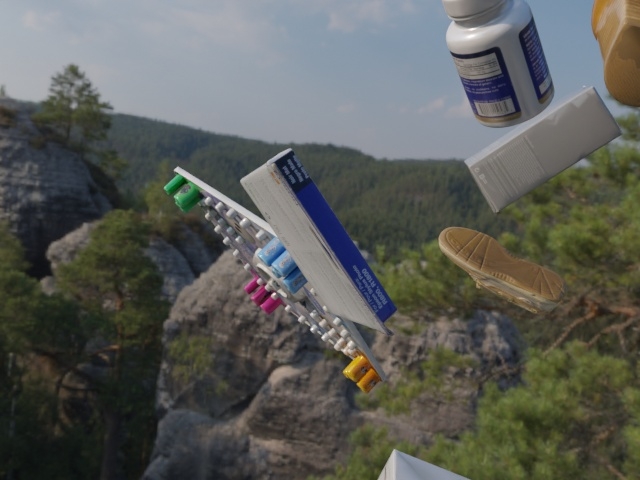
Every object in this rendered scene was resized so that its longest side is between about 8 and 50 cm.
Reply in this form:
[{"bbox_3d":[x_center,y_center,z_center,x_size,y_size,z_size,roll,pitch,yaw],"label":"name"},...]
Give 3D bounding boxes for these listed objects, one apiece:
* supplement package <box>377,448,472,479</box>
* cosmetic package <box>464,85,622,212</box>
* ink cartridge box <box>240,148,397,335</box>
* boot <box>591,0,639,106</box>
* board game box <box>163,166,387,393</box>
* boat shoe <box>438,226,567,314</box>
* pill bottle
[{"bbox_3d":[0.188,0.439,0.872,0.261,0.145,0.204,23,20,-2],"label":"supplement package"},{"bbox_3d":[0.374,-0.158,1.127,0.237,0.107,0.127,-30,5,15],"label":"cosmetic package"},{"bbox_3d":[0.000,0.000,0.765,0.045,0.223,0.224,-36,10,-12],"label":"ink cartridge box"},{"bbox_3d":[0.248,-0.242,0.385,0.104,0.295,0.211,22,48,3],"label":"boot"},{"bbox_3d":[-0.085,0.073,1.170,0.390,0.050,0.390,31,-20,44],"label":"board game box"},{"bbox_3d":[0.223,0.044,0.835,0.170,0.059,0.063,31,54,21],"label":"boat shoe"},{"bbox_3d":[0.228,-0.253,0.857,0.112,0.112,0.187,13,-37,47],"label":"pill bottle"}]
